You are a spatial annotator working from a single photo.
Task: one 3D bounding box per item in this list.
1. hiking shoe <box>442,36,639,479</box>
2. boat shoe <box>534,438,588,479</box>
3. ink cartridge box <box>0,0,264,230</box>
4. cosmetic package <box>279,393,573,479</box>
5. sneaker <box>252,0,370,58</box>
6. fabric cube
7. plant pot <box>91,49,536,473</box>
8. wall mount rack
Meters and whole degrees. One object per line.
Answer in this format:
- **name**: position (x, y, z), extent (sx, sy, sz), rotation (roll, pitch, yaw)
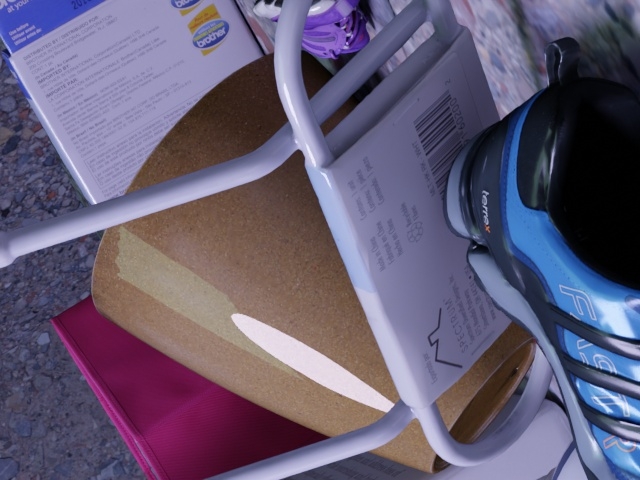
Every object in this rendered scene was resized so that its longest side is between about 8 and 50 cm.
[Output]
- **hiking shoe**: position (0.168, 0.060, 0.753), extent (0.304, 0.113, 0.132), rotation (52, 162, 7)
- **boat shoe**: position (0.186, 0.172, 0.988), extent (0.156, 0.136, 0.367), rotation (51, 178, 41)
- **ink cartridge box**: position (-0.131, -0.109, 1.366), extent (0.311, 0.186, 0.065), rotation (62, 170, -20)
- **cosmetic package**: position (0.056, 0.350, 1.302), extent (0.327, 0.394, 0.329), rotation (59, 169, -4)
- **sneaker**: position (0.008, -0.149, 1.034), extent (0.071, 0.068, 0.170), rotation (43, 179, -8)
- **fabric cube**: position (-0.080, 0.156, 1.707), extent (0.254, 0.258, 0.259), rotation (41, 161, 52)
- **plant pot**: position (0.014, 0.037, 1.129), extent (0.254, 0.237, 0.237), rotation (39, 163, 19)
- **wall mount rack**: position (-0.010, 0.007, 0.859), extent (0.130, 0.304, 0.350), rotation (22, 147, 42)
